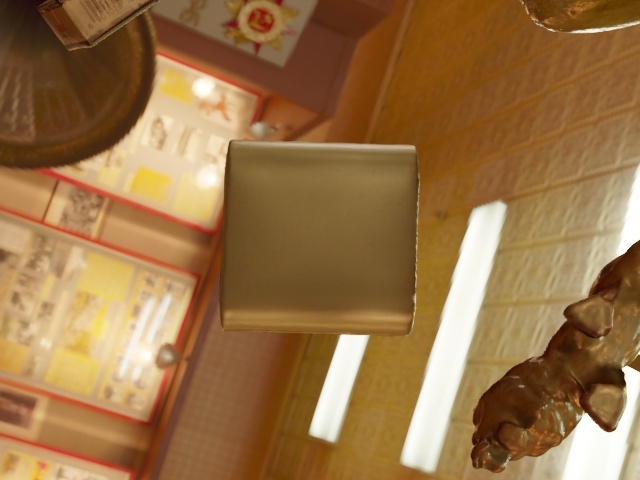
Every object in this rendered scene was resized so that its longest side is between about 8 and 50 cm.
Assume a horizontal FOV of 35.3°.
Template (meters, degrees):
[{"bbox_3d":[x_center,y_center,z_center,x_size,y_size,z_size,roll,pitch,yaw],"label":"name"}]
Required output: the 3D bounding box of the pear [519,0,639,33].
[{"bbox_3d":[0.358,-0.367,1.142,0.307,0.252,0.253,-24,-152,8],"label":"pear"}]

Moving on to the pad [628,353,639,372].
[{"bbox_3d":[0.490,0.166,1.279,0.170,0.245,0.006,-6,-110,35],"label":"pad"}]

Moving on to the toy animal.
[{"bbox_3d":[0.239,0.082,0.873,0.312,0.097,0.157,-43,178,-26],"label":"toy animal"}]

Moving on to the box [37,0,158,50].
[{"bbox_3d":[-0.259,-0.400,1.491,0.310,0.084,0.198,-38,-159,-14],"label":"box"}]

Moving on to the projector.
[{"bbox_3d":[0.000,0.000,1.346,0.248,0.249,0.248,93,-1,-87],"label":"projector"}]
